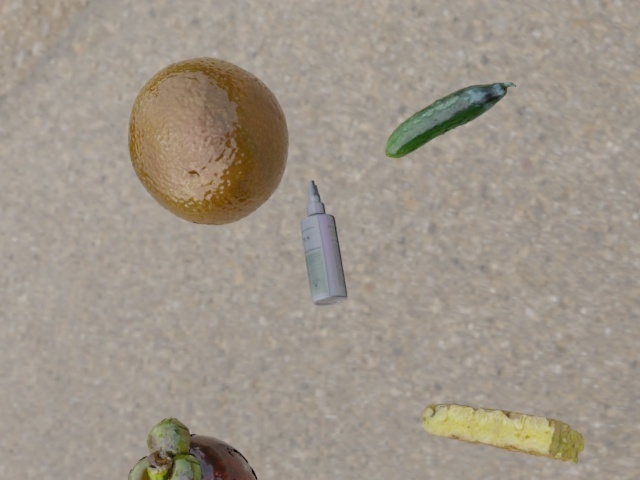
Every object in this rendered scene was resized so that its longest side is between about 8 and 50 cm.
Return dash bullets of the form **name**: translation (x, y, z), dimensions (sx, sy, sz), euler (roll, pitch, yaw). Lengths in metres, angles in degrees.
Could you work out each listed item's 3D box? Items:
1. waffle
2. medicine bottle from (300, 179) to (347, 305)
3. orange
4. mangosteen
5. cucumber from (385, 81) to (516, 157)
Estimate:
- **waffle**: translation (0.279, 0.290, 1.852), dimensions (0.229, 0.219, 0.057), euler (5, 79, 31)
- **medicine bottle**: translation (0.000, 0.000, 1.905), dimensions (0.057, 0.057, 0.199), euler (-21, 71, 38)
- **orange**: translation (-0.052, -0.047, 0.571), dimensions (0.085, 0.085, 0.085), euler (-10, 75, 41)
- **mangosteen**: translation (-0.163, 0.313, 1.508), dimensions (0.166, 0.180, 0.166), euler (-21, 46, 24)
- **cucumber**: translation (0.132, -0.134, 1.284), dimensions (0.155, 0.037, 0.037), euler (-28, 62, 14)
